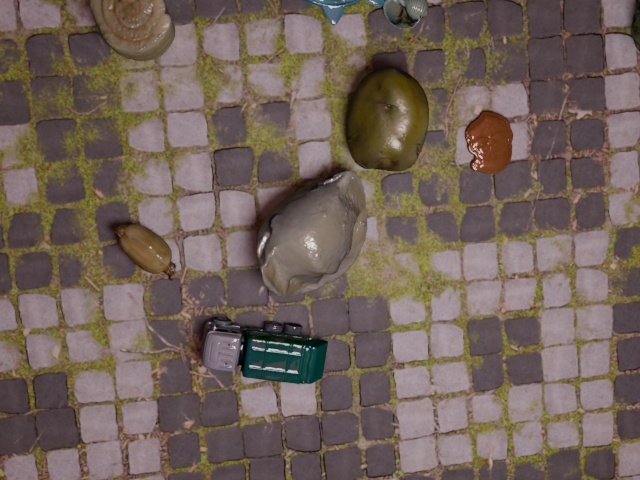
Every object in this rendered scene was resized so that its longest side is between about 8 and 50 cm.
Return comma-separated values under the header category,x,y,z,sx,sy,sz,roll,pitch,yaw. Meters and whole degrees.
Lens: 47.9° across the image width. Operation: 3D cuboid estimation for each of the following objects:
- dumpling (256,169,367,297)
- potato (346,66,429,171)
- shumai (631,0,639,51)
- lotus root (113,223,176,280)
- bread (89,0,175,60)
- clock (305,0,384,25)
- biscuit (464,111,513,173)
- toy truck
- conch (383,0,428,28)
category,x,y,z,sx,sy,sz,roll,pitch,yaw
dumpling,0.001,0.004,1.430,0.243,0.175,0.227,-27,130,11
potato,0.132,-0.235,1.411,0.155,0.137,0.200,8,98,-7
shumai,0.745,-0.503,1.452,0.256,0.189,0.218,-13,81,10
lotus root,-0.341,0.019,1.425,0.150,0.062,0.073,41,99,-10
bread,-0.345,-0.409,1.326,0.134,0.141,0.148,-39,100,-2
clock,0.028,-0.563,1.375,0.224,0.094,0.274,-24,99,-2
biscuit,0.353,-0.203,1.502,0.102,0.019,0.130,-7,98,-7
toy truck,-0.112,0.226,1.455,0.254,0.124,0.114,8,95,-10
conch,0.172,-0.457,1.427,0.085,0.057,0.076,30,113,19
